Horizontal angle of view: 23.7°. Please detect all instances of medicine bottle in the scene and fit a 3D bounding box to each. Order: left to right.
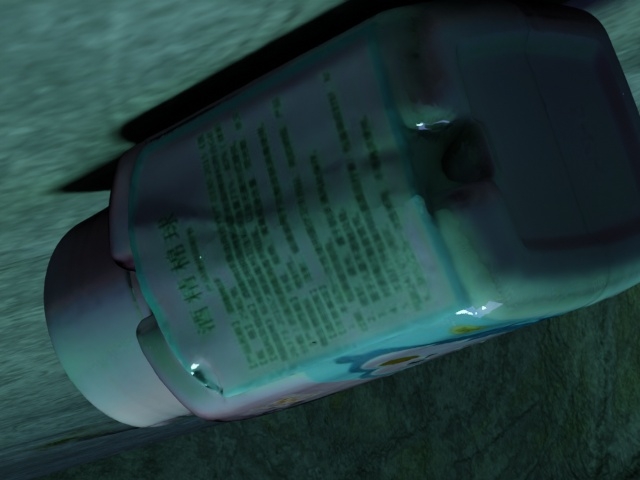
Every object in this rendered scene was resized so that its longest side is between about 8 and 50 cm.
[{"bbox_3d":[0.000,0.000,0.482,0.188,0.094,0.119,-23,172,38],"label":"medicine bottle"}]
